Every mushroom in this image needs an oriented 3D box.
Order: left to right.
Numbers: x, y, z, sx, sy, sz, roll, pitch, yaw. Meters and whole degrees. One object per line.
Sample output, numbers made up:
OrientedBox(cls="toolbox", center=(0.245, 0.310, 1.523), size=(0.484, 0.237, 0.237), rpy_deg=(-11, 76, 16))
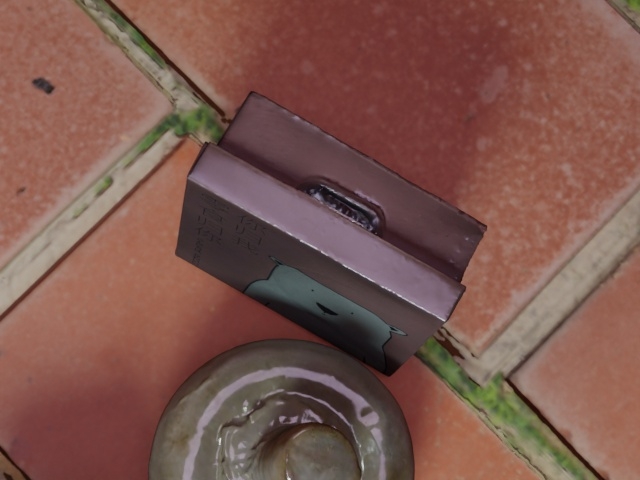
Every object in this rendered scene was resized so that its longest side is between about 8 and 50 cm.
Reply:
OrientedBox(cls="mushroom", center=(-0.023, 0.173, 1.033), size=(0.207, 0.215, 0.207), rpy_deg=(2, 81, -11))

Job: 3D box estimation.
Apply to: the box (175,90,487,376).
OrientedBox(cls="box", center=(0.000, 0.000, 1.056), size=(0.215, 0.215, 0.086), rpy_deg=(29, 72, 1))
